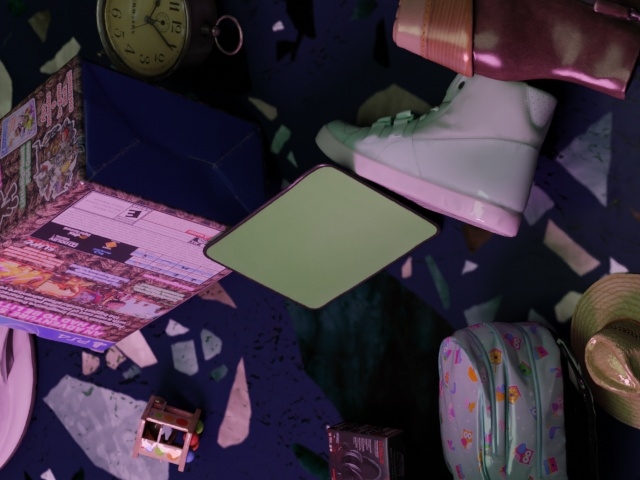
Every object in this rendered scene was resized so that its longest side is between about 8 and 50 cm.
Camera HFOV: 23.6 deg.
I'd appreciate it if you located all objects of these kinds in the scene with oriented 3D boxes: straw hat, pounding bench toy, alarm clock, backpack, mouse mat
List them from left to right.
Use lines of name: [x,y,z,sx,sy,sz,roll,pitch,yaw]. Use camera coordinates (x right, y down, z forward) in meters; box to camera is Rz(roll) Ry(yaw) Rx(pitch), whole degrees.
pounding bench toy: [-0.161,0.203,1.674,0.065,0.083,0.052,15,116,1]
alarm clock: [-0.149,-0.222,1.554,0.192,0.064,0.129,20,112,36]
mouse mat: [0.000,0.000,1.454,0.189,0.152,0.007,-35,40,37]
backpack: [0.166,0.161,1.350,0.152,0.115,0.182,179,89,-68]
straw hat: [0.261,0.103,1.314,0.144,0.061,0.144,9,105,36]

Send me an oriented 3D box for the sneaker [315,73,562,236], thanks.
sneaker: [0.109,-0.106,1.379,0.256,0.094,0.151,24,91,47]

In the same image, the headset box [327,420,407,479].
headset box: [0.050,0.217,1.523,0.083,0.032,0.062,5,103,39]

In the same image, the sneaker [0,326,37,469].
sneaker: [-0.453,0.115,1.745,0.169,0.257,0.447,33,119,28]

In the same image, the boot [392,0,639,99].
boot: [0.185,-0.248,1.283,0.207,0.090,0.248,12,82,12]

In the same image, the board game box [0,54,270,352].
board game box: [-0.229,-0.025,1.535,0.291,0.232,0.141,-31,54,37]
